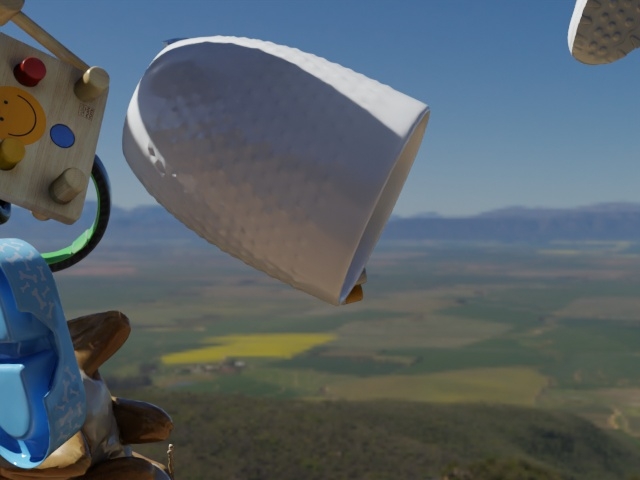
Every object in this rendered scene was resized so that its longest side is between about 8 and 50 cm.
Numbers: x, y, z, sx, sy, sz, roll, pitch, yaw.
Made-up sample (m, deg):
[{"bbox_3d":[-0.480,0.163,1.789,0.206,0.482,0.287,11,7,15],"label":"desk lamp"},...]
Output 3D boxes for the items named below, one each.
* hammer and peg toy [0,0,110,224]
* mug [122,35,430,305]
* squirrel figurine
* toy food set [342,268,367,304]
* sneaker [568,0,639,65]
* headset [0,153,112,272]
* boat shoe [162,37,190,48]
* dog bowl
[{"bbox_3d":[-0.428,-0.219,1.486,0.266,0.361,0.127,24,-35,-29],"label":"hammer and peg toy"},{"bbox_3d":[-0.073,-0.083,1.325,0.328,0.276,0.374,25,-32,7],"label":"mug"},{"bbox_3d":[-0.420,0.356,1.633,0.397,0.281,0.370,-13,-45,11],"label":"squirrel figurine"},{"bbox_3d":[0.000,0.000,1.684,0.105,0.232,0.111,-13,3,-14],"label":"toy food set"},{"bbox_3d":[0.322,-0.295,1.060,0.090,0.235,0.095,19,18,-22],"label":"sneaker"},{"bbox_3d":[-0.507,-0.109,1.593,0.243,0.394,0.185,-41,18,8],"label":"headset"},{"bbox_3d":[-0.215,-0.285,1.538,0.035,0.035,0.100,-20,18,-18],"label":"boat shoe"},{"bbox_3d":[-0.381,0.133,1.283,0.166,0.297,0.074,-7,11,41],"label":"dog bowl"}]
